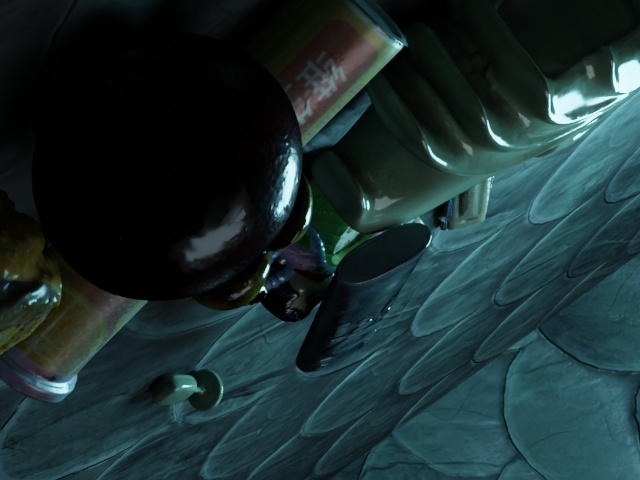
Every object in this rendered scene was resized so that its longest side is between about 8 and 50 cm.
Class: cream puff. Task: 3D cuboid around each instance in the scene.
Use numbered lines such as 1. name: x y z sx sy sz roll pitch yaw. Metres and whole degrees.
1. cream puff: -0.271 0.030 0.914 0.189 0.129 0.189 -35 172 -5

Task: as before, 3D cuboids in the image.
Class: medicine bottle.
1. medicine bottle: -0.113 -0.045 1.097 0.426 0.108 0.108 -45 162 16

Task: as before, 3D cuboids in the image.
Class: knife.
1. knife: 0.182 -0.071 1.742 0.089 0.043 0.365 -5 166 5

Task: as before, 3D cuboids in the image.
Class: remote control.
1. remote control: 0.039 0.072 1.478 0.107 0.044 0.377 -23 165 -14

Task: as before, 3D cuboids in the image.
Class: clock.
1. clock: 0.000 0.000 1.454 0.195 0.100 0.194 -43 159 7

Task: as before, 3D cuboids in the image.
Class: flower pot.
1. flower pot: 0.176 -0.153 1.295 0.367 0.165 0.254 -29 168 -28

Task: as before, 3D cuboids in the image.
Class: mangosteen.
1. mangosteen: -0.093 -0.037 0.960 0.194 0.194 0.230 -39 137 3

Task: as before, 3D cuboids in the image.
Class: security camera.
1. security camera: -0.170 0.184 1.688 0.058 0.058 0.092 -43 151 16
